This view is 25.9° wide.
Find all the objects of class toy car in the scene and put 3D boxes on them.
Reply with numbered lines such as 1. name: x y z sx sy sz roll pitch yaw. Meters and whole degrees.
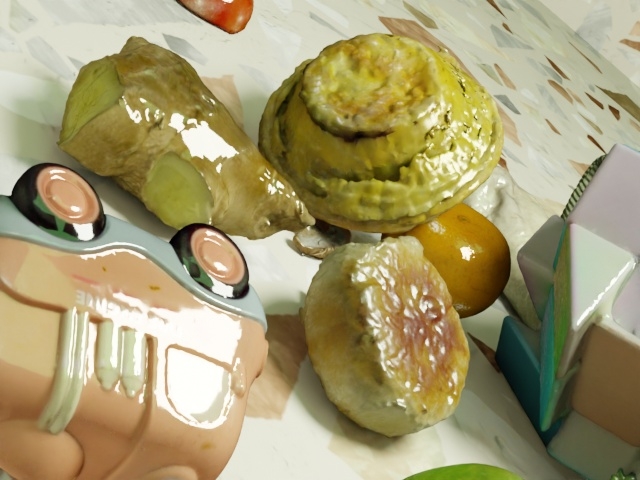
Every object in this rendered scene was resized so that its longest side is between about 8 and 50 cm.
1. toy car: -0.165 0.097 0.957 0.270 0.180 0.212 23 41 -35

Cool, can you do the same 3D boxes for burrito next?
1. burrito: 0.269 0.022 1.813 0.117 0.076 0.392 -20 58 -17

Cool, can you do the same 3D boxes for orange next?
1. orange: 0.140 0.023 1.591 0.156 0.124 0.156 16 31 -10

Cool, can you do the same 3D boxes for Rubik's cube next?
1. Rubik's cube: 0.377 0.100 1.498 0.358 0.368 0.387 30 -5 24

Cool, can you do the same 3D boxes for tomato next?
1. tomato: -0.146 -0.354 1.850 0.156 0.069 0.155 33 26 -18

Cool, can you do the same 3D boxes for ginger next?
1. ginger: -0.129 -0.083 1.369 0.270 0.123 0.219 41 25 -27

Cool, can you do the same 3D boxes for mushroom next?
1. mushroom: 0.000 0.000 1.541 0.049 0.019 0.101 48 24 14

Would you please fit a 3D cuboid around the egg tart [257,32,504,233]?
1. egg tart: 0.063 -0.141 1.570 0.123 0.294 0.294 76 -12 -52

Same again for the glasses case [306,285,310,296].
1. glasses case: 0.006 0.072 1.414 0.021 0.032 0.083 22 31 -35

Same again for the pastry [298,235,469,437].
1. pastry: 0.061 0.093 1.346 0.182 0.093 0.192 -10 80 -55

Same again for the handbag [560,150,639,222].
1. handbag: 0.459 0.057 1.873 0.340 0.240 0.247 50 28 20

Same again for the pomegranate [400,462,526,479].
1. pomegranate: 0.142 0.271 1.138 0.241 0.159 0.190 21 32 -49

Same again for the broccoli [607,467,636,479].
1. broccoli: 0.316 0.307 1.341 0.167 0.160 0.154 -78 145 -65
